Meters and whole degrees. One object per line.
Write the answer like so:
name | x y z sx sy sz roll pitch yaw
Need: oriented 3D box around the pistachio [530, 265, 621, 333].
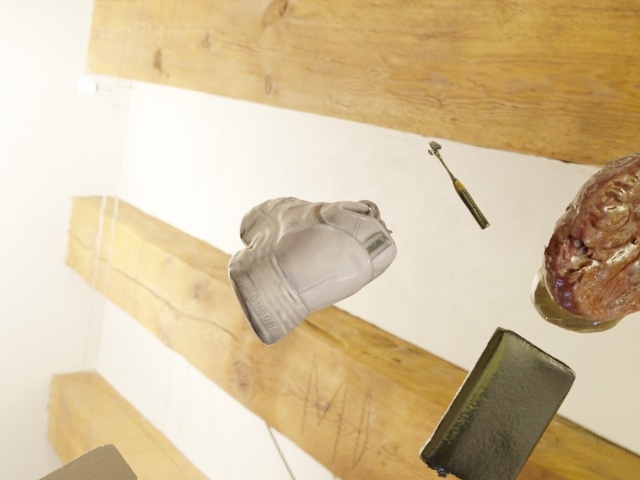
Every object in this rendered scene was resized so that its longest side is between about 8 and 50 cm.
pistachio | 0.426 0.094 1.167 0.185 0.108 0.126 21 -57 60

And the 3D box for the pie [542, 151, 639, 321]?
pie | 0.236 -0.001 0.543 0.154 0.154 0.036 -66 -149 24

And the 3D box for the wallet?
wallet | 0.268 0.267 1.077 0.149 0.044 0.250 30 -88 1

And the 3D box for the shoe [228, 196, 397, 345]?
shoe | 0.000 0.000 0.656 0.137 0.245 0.095 -24 -75 10

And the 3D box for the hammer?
hammer | 0.264 -0.108 1.368 0.021 0.078 0.201 -33 -99 3

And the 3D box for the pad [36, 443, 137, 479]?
pad | -0.357 0.337 0.856 0.176 0.266 0.002 8 -59 60
